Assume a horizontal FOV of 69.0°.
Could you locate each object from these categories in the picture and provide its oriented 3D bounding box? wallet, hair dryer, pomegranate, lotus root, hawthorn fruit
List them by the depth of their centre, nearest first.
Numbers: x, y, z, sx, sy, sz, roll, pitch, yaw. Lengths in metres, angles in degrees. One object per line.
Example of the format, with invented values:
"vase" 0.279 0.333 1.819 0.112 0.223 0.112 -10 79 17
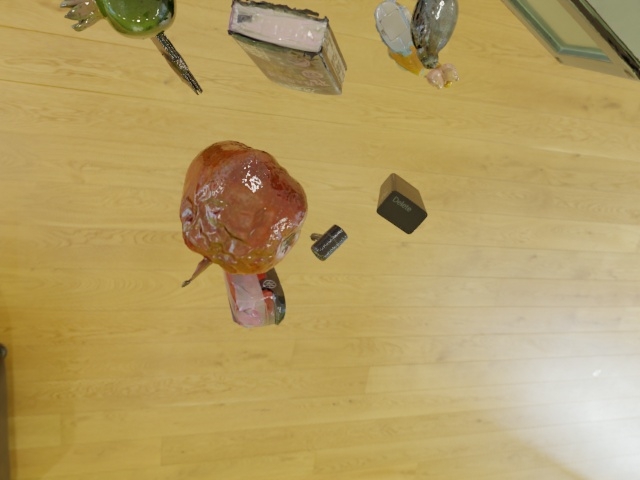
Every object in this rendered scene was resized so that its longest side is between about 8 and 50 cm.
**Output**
"hawthorn fruit" -0.134 -0.021 0.725 0.207 0.207 0.243 36 83 -24
"lotus root" 0.217 -0.417 0.899 0.088 0.088 0.165 13 86 -21
"pomegranate" -0.407 -0.492 0.944 0.225 0.187 0.186 -26 114 -9
"wallet" -0.427 -0.528 1.339 0.042 0.124 0.230 -39 148 -7
"hair dryer" 0.000 0.000 1.669 0.124 0.219 0.071 -42 111 -13

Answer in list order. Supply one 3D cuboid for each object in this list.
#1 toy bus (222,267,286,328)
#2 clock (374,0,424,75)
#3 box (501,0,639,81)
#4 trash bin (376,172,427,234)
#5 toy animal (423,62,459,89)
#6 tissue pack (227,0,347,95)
"toy bus" -0.206 0.134 1.386 0.147 0.302 0.127 -8 125 -15
"clock" 0.217 -0.540 1.241 0.103 0.144 0.230 -28 80 25
"box" 0.326 -0.320 0.575 0.225 0.225 0.117 37 111 -16
"trash bin" 0.310 -0.153 1.791 0.165 0.225 0.115 33 118 -10
"toy animal" 0.395 -0.529 1.530 0.082 0.114 0.091 -38 123 -10
"tissue pack" -0.076 -0.516 1.292 0.260 0.361 0.121 17 95 11
